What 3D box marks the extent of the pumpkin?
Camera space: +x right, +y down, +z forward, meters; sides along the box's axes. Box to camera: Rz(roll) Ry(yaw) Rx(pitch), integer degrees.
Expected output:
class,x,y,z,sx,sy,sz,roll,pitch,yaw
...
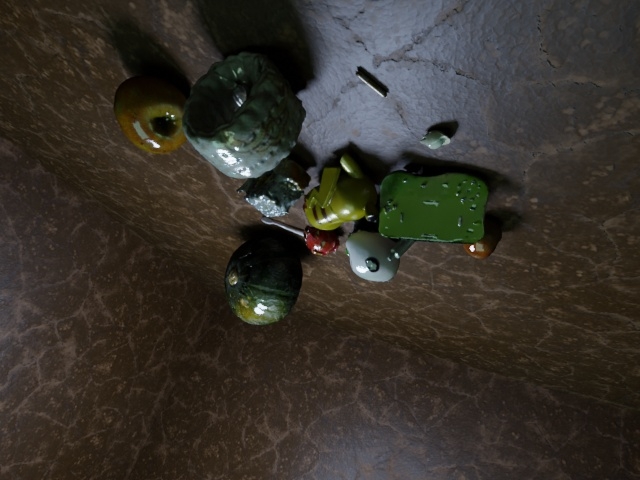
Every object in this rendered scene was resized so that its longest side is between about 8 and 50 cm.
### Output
class,x,y,z,sx,sy,sz,roll,pitch,yaw
pumpkin,-0.289,0.195,2.086,0.344,0.453,0.454,17,163,-31

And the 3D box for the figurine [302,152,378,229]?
class,x,y,z,sx,sy,sz,roll,pitch,yaw
figurine,0.064,-0.141,1.362,0.327,0.169,0.218,-19,92,48

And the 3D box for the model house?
class,x,y,z,sx,sy,sz,roll,pitch,yaw
model house,0.334,-0.113,1.251,0.294,0.154,0.206,6,109,18

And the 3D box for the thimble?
class,x,y,z,sx,sy,sz,roll,pitch,yaw
thimble,-0.188,-0.314,1.071,0.292,0.291,0.195,9,160,30

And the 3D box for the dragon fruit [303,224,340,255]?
class,x,y,z,sx,sy,sz,roll,pitch,yaw
dragon fruit,0.000,0.000,1.766,0.166,0.133,0.136,32,162,-25

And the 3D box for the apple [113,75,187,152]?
class,x,y,z,sx,sy,sz,roll,pitch,yaw
apple,-0.512,-0.384,1.291,0.207,0.237,0.237,40,171,39

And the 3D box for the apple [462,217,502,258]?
class,x,y,z,sx,sy,sz,roll,pitch,yaw
apple,0.496,-0.005,1.309,0.102,0.126,0.126,34,160,17

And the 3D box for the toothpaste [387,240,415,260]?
class,x,y,z,sx,sy,sz,roll,pitch,yaw
toothpaste,0.298,-0.014,1.352,0.038,0.233,0.060,41,163,27

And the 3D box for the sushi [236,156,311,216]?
class,x,y,z,sx,sy,sz,roll,pitch,yaw
sushi,-0.162,-0.180,1.452,0.139,0.184,0.274,38,155,-28

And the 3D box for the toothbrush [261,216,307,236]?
class,x,y,z,sx,sy,sz,roll,pitch,yaw
toothbrush,-0.127,-0.049,1.913,0.307,0.025,0.029,19,165,10

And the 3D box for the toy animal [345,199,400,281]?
class,x,y,z,sx,sy,sz,roll,pitch,yaw
toy animal,0.185,0.006,1.448,0.213,0.266,0.212,21,162,7

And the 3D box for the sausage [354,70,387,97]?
class,x,y,z,sx,sy,sz,roll,pitch,yaw
sausage,0.120,-0.368,0.996,0.100,0.015,0.015,31,156,-19

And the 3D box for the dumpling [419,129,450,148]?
class,x,y,z,sx,sy,sz,roll,pitch,yaw
dumpling,0.293,-0.251,1.064,0.060,0.043,0.077,18,147,-35
